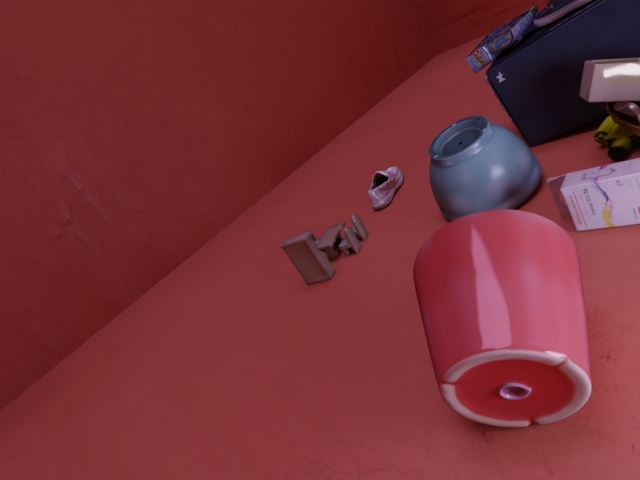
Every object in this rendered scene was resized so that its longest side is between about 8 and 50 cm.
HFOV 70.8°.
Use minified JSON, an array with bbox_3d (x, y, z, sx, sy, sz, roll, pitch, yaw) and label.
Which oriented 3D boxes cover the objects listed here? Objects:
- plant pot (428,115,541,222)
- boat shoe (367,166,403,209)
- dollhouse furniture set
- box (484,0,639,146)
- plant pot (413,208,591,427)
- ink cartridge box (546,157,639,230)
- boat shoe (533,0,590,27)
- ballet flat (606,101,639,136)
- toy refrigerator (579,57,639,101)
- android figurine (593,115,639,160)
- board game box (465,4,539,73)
[{"bbox_3d":[0.419,-0.214,1.241,0.293,0.196,0.293,-32,29,20],"label":"plant pot"},{"bbox_3d":[0.245,-0.226,1.718,0.098,0.096,0.277,-19,25,32],"label":"boat shoe"},{"bbox_3d":[0.000,0.000,1.476,0.212,0.161,0.242,-17,26,35],"label":"dollhouse furniture set"},{"bbox_3d":[0.830,-0.595,1.347,0.480,0.297,0.472,-23,20,50],"label":"box"},{"bbox_3d":[0.281,0.131,0.702,0.275,0.275,0.243,-21,34,27],"label":"plant pot"},{"bbox_3d":[0.577,-0.088,0.923,0.198,0.115,0.067,-11,30,46],"label":"ink cartridge box"},{"bbox_3d":[0.667,-0.663,1.228,0.080,0.076,0.228,-42,14,-9],"label":"boat shoe"},{"bbox_3d":[0.743,-0.284,1.038,0.080,0.073,0.232,-52,18,17],"label":"ballet flat"},{"bbox_3d":[0.765,-0.379,1.039,0.269,0.094,0.102,4,27,16],"label":"toy refrigerator"},{"bbox_3d":[0.828,-0.295,1.112,0.273,0.056,0.248,-44,24,-23],"label":"android figurine"},{"bbox_3d":[0.553,-0.611,1.397,0.194,0.060,0.194,-46,15,-19],"label":"board game box"}]
